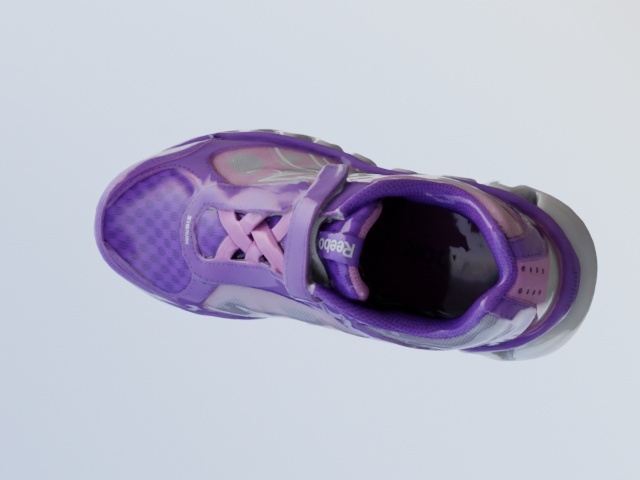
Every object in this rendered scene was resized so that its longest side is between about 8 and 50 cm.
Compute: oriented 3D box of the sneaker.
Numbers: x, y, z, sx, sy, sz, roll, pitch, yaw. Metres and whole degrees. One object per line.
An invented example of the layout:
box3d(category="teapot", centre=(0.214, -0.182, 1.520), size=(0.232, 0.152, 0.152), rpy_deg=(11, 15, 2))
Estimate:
box3d(category="sneaker", centre=(0.000, 0.000, 0.554), size=(0.104, 0.237, 0.095), rpy_deg=(-4, -78, -72))
